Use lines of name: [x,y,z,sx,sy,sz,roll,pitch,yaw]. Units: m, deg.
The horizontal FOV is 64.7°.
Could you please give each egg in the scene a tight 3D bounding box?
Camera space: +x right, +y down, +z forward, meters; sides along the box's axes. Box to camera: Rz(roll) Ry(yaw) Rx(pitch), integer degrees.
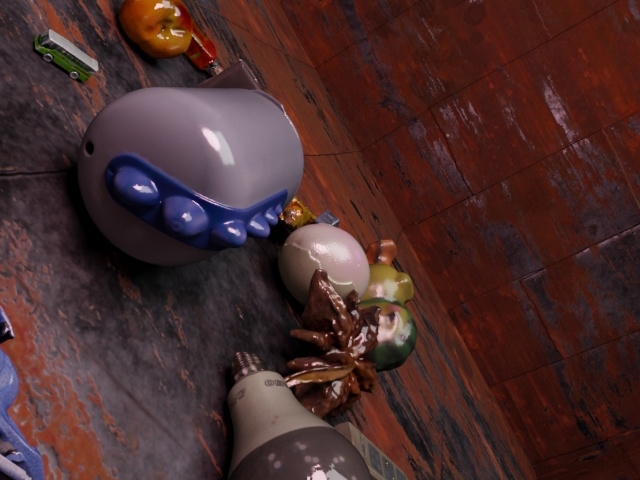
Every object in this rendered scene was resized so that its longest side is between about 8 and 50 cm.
egg: [0.003,0.055,1.069,0.217,0.183,0.183,39,28,-53]

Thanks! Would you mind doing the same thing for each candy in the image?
candy: [-0.315,-0.485,1.196,0.292,0.059,0.086,46,27,-38]

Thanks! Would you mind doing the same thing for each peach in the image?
peach: [-0.321,-0.432,0.998,0.138,0.138,0.138,52,20,-28]

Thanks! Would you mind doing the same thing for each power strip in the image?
power strip: [0.107,0.453,0.992,0.286,0.048,0.080,52,21,-33]

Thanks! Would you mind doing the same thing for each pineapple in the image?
pineapple: [-0.073,-0.073,1.163,0.135,0.079,0.233,39,-3,15]

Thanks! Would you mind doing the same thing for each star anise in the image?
star anise: [0.030,0.218,0.937,0.349,0.108,0.293,39,48,-45]

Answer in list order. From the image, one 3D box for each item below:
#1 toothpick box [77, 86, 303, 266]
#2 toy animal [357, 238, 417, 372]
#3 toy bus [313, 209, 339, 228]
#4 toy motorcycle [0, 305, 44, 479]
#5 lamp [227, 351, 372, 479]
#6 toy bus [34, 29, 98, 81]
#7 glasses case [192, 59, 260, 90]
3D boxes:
toothpick box: [-0.167,-0.092,0.719,0.263,0.263,0.355,60,19,-6]
toy animal: [0.125,0.171,1.227,0.338,0.215,0.191,-98,180,-45]
toy bus: [0.000,0.000,1.204,0.047,0.166,0.065,40,54,17]
toy motorcycle: [-0.281,0.116,0.390,0.205,0.076,0.114,66,11,12]
lamp: [-0.057,0.267,0.643,0.314,0.182,0.182,55,13,27]
toy bus: [-0.376,-0.273,0.748,0.083,0.037,0.031,34,32,-54]
glasses case: [-0.208,-0.264,0.951,0.072,0.190,0.042,40,26,-58]
